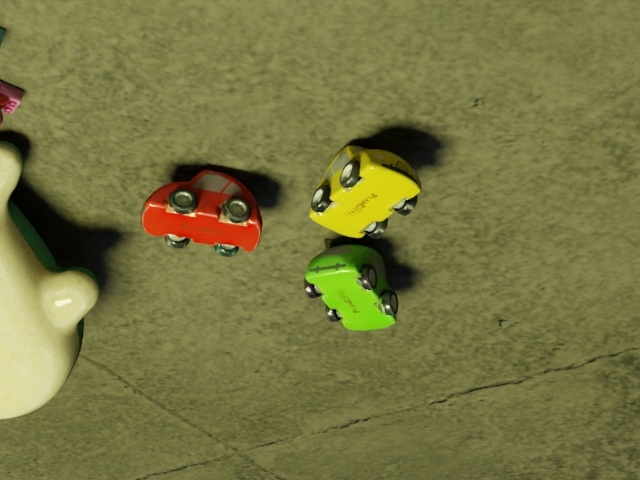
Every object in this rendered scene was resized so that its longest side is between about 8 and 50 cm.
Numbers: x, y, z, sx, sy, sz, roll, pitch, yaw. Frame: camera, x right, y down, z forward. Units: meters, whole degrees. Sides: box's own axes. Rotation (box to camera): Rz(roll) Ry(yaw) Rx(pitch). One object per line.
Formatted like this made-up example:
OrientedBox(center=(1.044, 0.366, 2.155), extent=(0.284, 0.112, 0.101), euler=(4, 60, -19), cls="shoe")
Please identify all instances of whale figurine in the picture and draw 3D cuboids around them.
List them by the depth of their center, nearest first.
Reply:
OrientedBox(center=(-0.289, 0.020, 1.332), extent=(0.216, 0.141, 0.272), euler=(4, 122, 6), cls="whale figurine")

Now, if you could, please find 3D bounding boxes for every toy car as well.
OrientedBox(center=(0.000, 0.000, 1.281), extent=(0.239, 0.053, 0.225), euler=(-8, 144, 24), cls="toy car")

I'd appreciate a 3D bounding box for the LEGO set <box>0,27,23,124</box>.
OrientedBox(center=(-0.315, -0.129, 1.112), extent=(0.227, 0.093, 0.087), euler=(24, 144, -23), cls="LEGO set")
